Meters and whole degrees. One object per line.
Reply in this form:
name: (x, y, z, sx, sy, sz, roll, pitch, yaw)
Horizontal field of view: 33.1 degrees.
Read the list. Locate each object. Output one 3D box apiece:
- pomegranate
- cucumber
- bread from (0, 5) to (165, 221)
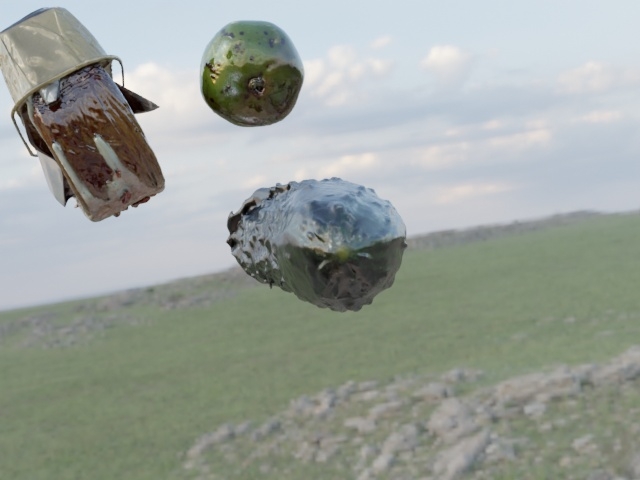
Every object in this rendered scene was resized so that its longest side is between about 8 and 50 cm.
pomegranate: (-0.075, -0.181, 1.140, 0.114, 0.114, 0.142, -8, 26, -4)
cucumber: (0.000, 0.000, 0.618, 0.081, 0.072, 0.303, -6, 3, -11)
bread: (-0.250, -0.128, 1.150, 0.142, 0.212, 0.224, -33, -4, -13)
